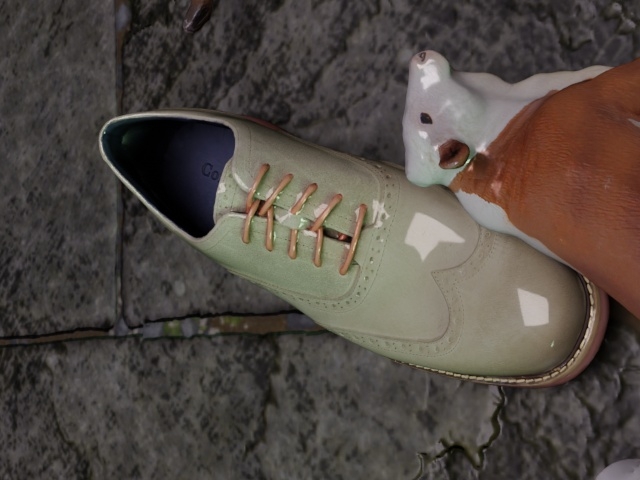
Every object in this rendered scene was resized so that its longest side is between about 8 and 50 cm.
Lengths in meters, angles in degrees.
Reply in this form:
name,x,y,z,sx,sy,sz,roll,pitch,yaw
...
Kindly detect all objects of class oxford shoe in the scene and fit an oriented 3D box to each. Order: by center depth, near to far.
name,x,y,z,sx,sy,sz,roll,pitch,yaw
oxford shoe,0.000,0.000,0.701,0.397,0.146,0.140,20,96,36

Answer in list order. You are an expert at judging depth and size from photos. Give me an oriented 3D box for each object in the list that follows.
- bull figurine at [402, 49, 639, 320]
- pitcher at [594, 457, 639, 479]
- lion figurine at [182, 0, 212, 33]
name,x,y,z,sx,sy,sz,roll,pitch,yaw
bull figurine,0.190,-0.037,0.566,0.188,0.101,0.310,-48,63,4
pitcher,0.231,0.187,0.488,0.207,0.125,0.177,-29,56,59
lion figurine,-0.077,-0.387,0.801,0.240,0.142,0.392,46,117,37
